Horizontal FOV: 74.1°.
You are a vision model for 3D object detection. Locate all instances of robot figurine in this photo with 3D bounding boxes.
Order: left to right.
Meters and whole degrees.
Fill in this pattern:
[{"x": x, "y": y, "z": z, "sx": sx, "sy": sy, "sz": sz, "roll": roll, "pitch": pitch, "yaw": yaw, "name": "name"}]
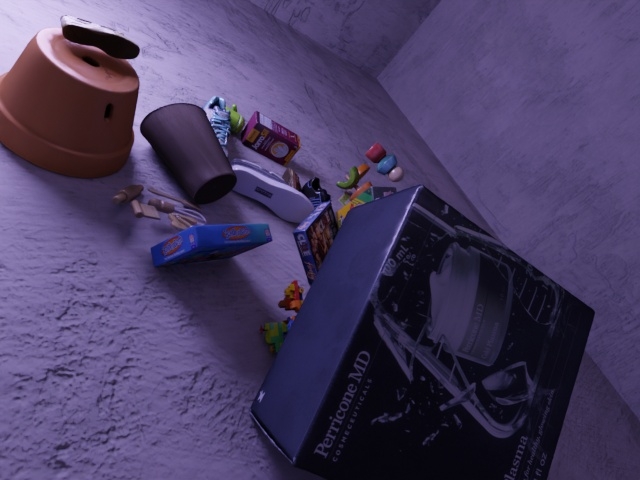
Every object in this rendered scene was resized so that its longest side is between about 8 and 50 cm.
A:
[{"x": -0.310, "y": -0.413, "z": 1.450, "sx": 0.115, "sy": 0.067, "sz": 0.101, "roll": 25, "pitch": 63, "yaw": -30, "name": "robot figurine"}]

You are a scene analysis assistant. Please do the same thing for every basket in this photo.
[{"x": -0.330, "y": -0.223, "z": 1.122, "sx": 0.227, "sy": 0.154, "sz": 0.204, "roll": 56, "pitch": 32, "yaw": 12, "name": "basket"}]

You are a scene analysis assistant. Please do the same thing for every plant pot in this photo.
[{"x": -0.533, "y": -0.312, "z": 0.925, "sx": 0.290, "sy": 0.203, "sz": 0.291, "roll": 30, "pitch": 32, "yaw": -22, "name": "plant pot"}]

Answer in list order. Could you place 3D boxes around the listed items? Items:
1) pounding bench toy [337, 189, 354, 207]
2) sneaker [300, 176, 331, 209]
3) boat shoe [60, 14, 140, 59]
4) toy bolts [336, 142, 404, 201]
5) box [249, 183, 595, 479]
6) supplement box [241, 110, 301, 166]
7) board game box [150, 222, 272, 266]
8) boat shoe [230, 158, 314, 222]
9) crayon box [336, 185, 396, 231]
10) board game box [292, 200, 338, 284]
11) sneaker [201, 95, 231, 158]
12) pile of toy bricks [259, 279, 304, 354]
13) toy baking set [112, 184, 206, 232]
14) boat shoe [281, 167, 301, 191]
[{"x": 0.122, "y": -0.153, "z": 1.671, "sx": 0.083, "sy": 0.052, "sz": 0.065, "roll": 47, "pitch": 30, "yaw": 5, "name": "pounding bench toy"}, {"x": 0.004, "y": -0.112, "z": 1.441, "sx": 0.081, "sy": 0.090, "sz": 0.232, "roll": 1, "pitch": 51, "yaw": -50, "name": "sneaker"}, {"x": -0.464, "y": -0.433, "z": 0.901, "sx": 0.152, "sy": 0.056, "sz": 0.048, "roll": -1, "pitch": 57, "yaw": -41, "name": "boat shoe"}, {"x": 0.208, "y": -0.238, "z": 1.614, "sx": 0.158, "sy": 0.228, "sz": 0.218, "roll": 47, "pitch": 22, "yaw": 6, "name": "toy bolts"}, {"x": 0.199, "y": 0.234, "z": 0.827, "sx": 0.471, "sy": 0.297, "sz": 0.480, "roll": 31, "pitch": 74, "yaw": -15, "name": "box"}, {"x": -0.176, "y": -0.360, "z": 1.512, "sx": 0.188, "sy": 0.104, "sz": 0.081, "roll": 23, "pitch": 37, "yaw": -31, "name": "supplement box"}, {"x": -0.235, "y": 0.008, "z": 0.934, "sx": 0.210, "sy": 0.160, "sz": 0.047, "roll": -4, "pitch": 77, "yaw": -53, "name": "board game box"}, {"x": -0.148, "y": -0.157, "z": 1.309, "sx": 0.301, "sy": 0.108, "sz": 0.102, "roll": 24, "pitch": 35, "yaw": -21, "name": "boat shoe"}, {"x": 0.126, "y": -0.016, "z": 1.260, "sx": 0.081, "sy": 0.318, "sz": 0.203, "roll": -2, "pitch": 78, "yaw": -19, "name": "crayon box"}, {"x": 0.000, "y": 0.000, "z": 1.268, "sx": 0.243, "sy": 0.042, "sz": 0.165, "roll": -54, "pitch": 131, "yaw": -59, "name": "board game box"}, {"x": -0.325, "y": -0.341, "z": 1.289, "sx": 0.110, "sy": 0.122, "sz": 0.283, "roll": 17, "pitch": 40, "yaw": -38, "name": "sneaker"}, {"x": -0.084, "y": 0.207, "z": 0.960, "sx": 0.104, "sy": 0.118, "sz": 0.213, "roll": -2, "pitch": 66, "yaw": -16, "name": "pile of toy bricks"}, {"x": -0.357, "y": -0.070, "z": 0.970, "sx": 0.196, "sy": 0.030, "sz": 0.256, "roll": 29, "pitch": 11, "yaw": -17, "name": "toy baking set"}, {"x": -0.091, "y": -0.182, "z": 1.437, "sx": 0.060, "sy": 0.064, "sz": 0.178, "roll": 27, "pitch": 31, "yaw": -26, "name": "boat shoe"}]
